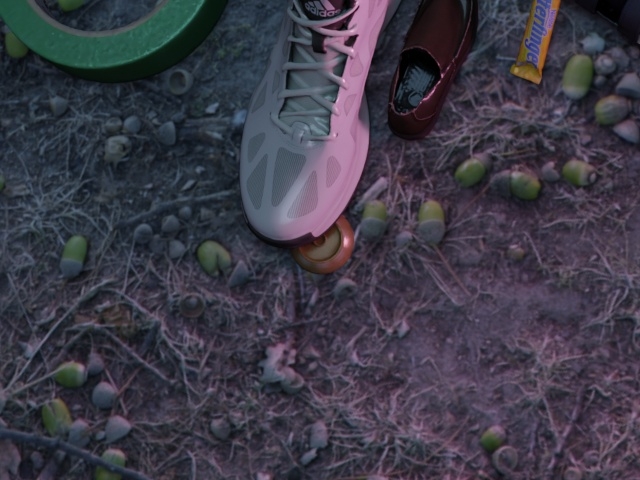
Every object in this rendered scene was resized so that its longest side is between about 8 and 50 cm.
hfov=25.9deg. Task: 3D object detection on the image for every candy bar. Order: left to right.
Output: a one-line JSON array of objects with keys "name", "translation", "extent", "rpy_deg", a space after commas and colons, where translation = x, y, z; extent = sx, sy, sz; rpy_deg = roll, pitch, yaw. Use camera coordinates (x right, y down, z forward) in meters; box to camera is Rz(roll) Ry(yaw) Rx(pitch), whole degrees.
[{"name": "candy bar", "translation": [0.267, -0.266, 1.690], "extent": [0.040, 0.018, 0.161], "rpy_deg": [23, 129, 16]}]

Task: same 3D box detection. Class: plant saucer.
[{"name": "plant saucer", "translation": [0.000, 0.000, 1.748], "extent": [0.083, 0.015, 0.083], "rpy_deg": [-2, 81, 11]}]

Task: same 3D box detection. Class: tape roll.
[{"name": "tape roll", "translation": [-0.274, -0.371, 1.826], "extent": [0.321, 0.077, 0.321], "rpy_deg": [-2, 81, 11]}]

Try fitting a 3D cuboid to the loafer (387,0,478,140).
[{"name": "loafer", "translation": [0.140, -0.233, 1.723], "extent": [0.080, 0.078, 0.220], "rpy_deg": [15, 85, 13]}]

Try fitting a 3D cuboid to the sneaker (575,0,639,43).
[{"name": "sneaker", "translation": [0.379, -0.306, 1.664], "extent": [0.321, 0.126, 0.127], "rpy_deg": [11, 78, 11]}]

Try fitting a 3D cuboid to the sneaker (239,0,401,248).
[{"name": "sneaker", "translation": [-0.020, -0.222, 1.659], "extent": [0.169, 0.257, 0.447], "rpy_deg": [14, 84, 13]}]
